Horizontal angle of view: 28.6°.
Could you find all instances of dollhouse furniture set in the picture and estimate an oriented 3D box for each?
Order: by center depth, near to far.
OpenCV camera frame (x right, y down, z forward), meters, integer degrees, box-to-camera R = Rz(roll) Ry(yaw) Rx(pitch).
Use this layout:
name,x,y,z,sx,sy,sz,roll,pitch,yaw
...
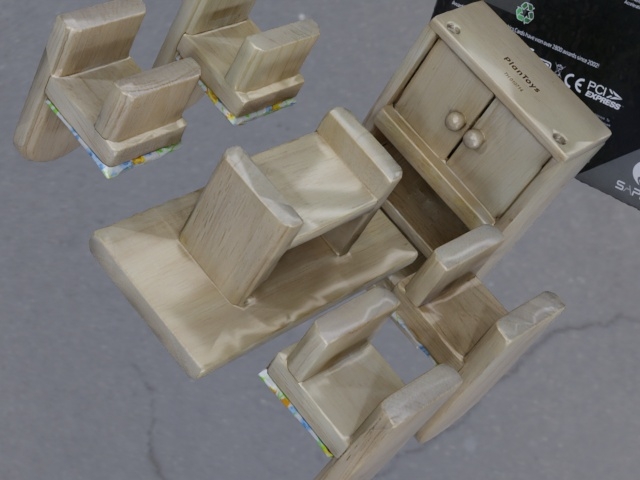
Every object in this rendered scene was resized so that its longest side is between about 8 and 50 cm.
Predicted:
name,x,y,z,sx,sy,sz,roll,pitch,yaw
dollhouse furniture set,0.000,0.000,0.595,0.242,0.161,0.212,-26,69,-43

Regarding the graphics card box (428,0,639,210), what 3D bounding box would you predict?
name,x,y,z,sx,sy,sz,roll,pitch,yaw
graphics card box,0.219,-0.220,0.807,0.094,0.233,0.370,-13,126,-52
